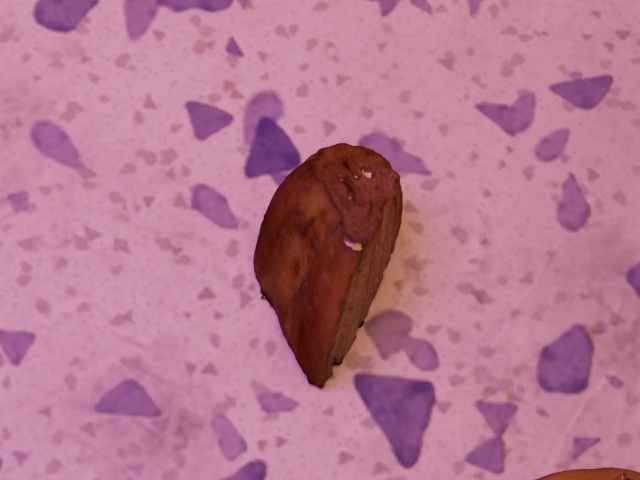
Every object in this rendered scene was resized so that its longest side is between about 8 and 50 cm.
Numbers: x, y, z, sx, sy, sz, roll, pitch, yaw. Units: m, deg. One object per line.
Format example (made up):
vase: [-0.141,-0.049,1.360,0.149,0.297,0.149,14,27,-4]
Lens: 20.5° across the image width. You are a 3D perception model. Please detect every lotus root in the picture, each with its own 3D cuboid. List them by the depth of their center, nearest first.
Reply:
lotus root: [0.003,-0.001,1.241,0.095,0.135,0.159,18,51,4]

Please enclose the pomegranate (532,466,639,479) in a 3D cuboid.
pomegranate: [0.170,0.242,1.099,0.207,0.207,0.207,2,65,-5]
